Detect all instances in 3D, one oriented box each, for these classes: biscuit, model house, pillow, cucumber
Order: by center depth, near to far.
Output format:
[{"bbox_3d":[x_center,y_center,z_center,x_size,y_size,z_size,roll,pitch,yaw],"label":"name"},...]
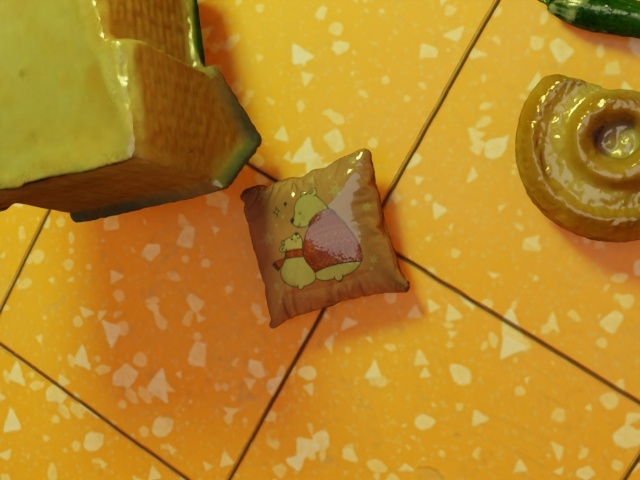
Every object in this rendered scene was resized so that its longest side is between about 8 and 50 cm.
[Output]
[{"bbox_3d":[0.396,-0.104,1.334,0.274,0.091,0.213,12,95,15],"label":"biscuit"},{"bbox_3d":[0.410,-0.304,1.338,0.250,0.056,0.056,15,97,16],"label":"cucumber"},{"bbox_3d":[-0.307,-0.232,1.450,0.334,0.342,0.382,-11,81,27],"label":"model house"},{"bbox_3d":[0.000,0.000,1.472,0.236,0.084,0.223,-18,89,21],"label":"pillow"}]
